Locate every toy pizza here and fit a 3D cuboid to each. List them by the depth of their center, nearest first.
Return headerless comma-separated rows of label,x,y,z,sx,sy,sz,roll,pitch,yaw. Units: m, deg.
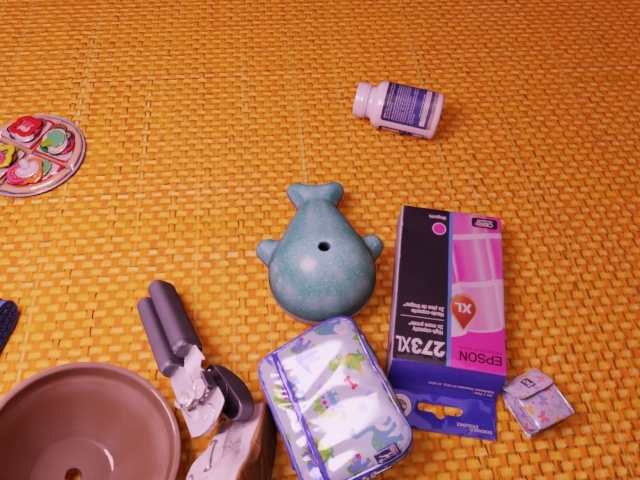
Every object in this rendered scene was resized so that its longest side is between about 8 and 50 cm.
toy pizza,-0.561,-0.172,0.965,0.202,0.032,0.201,1,60,-2

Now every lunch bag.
lunch bag,0.018,0.236,0.716,0.176,0.090,0.218,-27,63,1
lunch bag,0.323,0.242,0.757,0.071,0.053,0.083,-18,54,-14

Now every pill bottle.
pill bottle,0.155,-0.268,1.011,0.170,0.094,0.094,14,61,5

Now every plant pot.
plant pot,-0.313,0.289,0.648,0.238,0.109,0.237,21,39,-18

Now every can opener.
can opener,-0.196,0.167,0.735,0.074,0.093,0.280,-53,49,11

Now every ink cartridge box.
ink cartridge box,0.204,0.118,0.819,0.176,0.069,0.370,8,63,2

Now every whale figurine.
whale figurine,0.000,0.000,0.828,0.217,0.141,0.271,-1,60,-3

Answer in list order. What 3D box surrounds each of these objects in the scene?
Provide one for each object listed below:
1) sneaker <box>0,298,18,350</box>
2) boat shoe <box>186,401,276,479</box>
sneaker,-0.552,0.183,0.744,0.091,0.081,0.232,10,54,6
boat shoe,-0.118,0.302,0.616,0.096,0.277,0.098,-12,99,5
